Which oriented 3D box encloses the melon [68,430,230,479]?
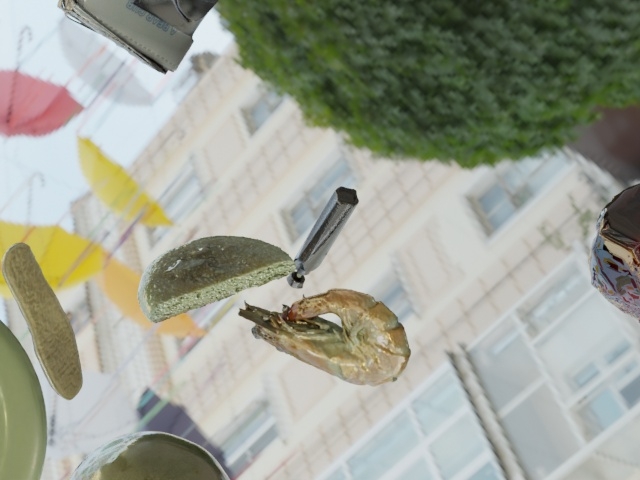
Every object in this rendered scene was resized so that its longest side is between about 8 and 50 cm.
[{"bbox_3d":[-0.250,0.408,1.708,0.268,0.268,0.330,49,166,11],"label":"melon"}]

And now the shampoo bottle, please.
[{"bbox_3d":[0.000,0.000,1.240,0.027,0.137,0.048,41,-141,12],"label":"shampoo bottle"}]

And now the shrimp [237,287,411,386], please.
[{"bbox_3d":[0.002,0.087,1.153,0.180,0.099,0.041,15,-148,19],"label":"shrimp"}]

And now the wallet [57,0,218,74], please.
[{"bbox_3d":[-0.134,-0.279,1.130,0.069,0.231,0.170,36,-177,35],"label":"wallet"}]

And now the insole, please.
[{"bbox_3d":[-0.378,0.113,1.636,0.081,0.011,0.248,-54,-45,-48],"label":"insole"}]

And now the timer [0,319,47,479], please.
[{"bbox_3d":[-0.405,0.206,1.165,0.291,0.291,0.315,46,165,5],"label":"timer"}]

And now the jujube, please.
[{"bbox_3d":[0.616,0.036,1.927,0.376,0.258,0.258,19,-154,-1],"label":"jujube"}]

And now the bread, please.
[{"bbox_3d":[-0.138,0.028,1.412,0.193,0.036,0.112,-18,-143,-23],"label":"bread"}]
